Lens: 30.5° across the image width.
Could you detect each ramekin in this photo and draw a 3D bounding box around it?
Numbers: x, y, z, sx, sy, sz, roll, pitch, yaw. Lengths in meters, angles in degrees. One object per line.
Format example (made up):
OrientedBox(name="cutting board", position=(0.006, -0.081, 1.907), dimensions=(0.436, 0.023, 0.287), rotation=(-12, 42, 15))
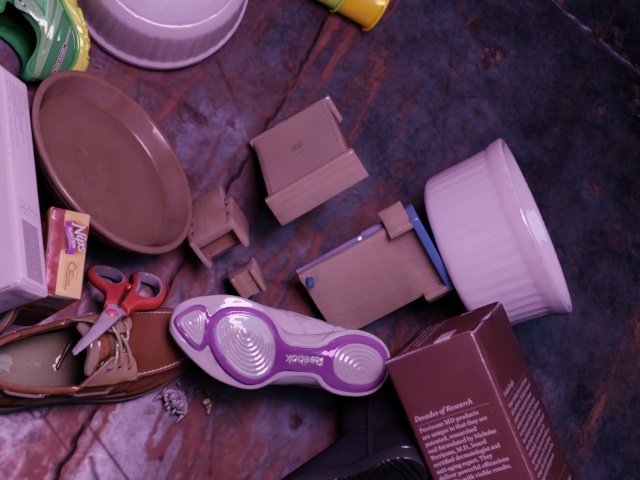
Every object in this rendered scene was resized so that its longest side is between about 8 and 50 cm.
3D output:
OrientedBox(name="ramekin", position=(0.259, 0.001, 1.737), dimensions=(0.277, 0.135, 0.277), rotation=(58, 17, -30))
OrientedBox(name="ramekin", position=(-0.220, -0.384, 1.651), dimensions=(0.273, 0.127, 0.273), rotation=(1, 86, -17))

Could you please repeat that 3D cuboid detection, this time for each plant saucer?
OrientedBox(name="plant saucer", position=(-0.279, -0.098, 1.551), dimensions=(0.278, 0.041, 0.278), rotation=(41, 32, -32))

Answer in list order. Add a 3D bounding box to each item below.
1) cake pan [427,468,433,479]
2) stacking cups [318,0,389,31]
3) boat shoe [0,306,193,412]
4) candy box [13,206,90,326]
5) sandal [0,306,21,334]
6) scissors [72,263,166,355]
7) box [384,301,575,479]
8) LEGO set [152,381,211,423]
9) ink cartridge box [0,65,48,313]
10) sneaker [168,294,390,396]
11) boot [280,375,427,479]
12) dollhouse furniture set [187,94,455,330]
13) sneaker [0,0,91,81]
OrientedBox(name="cake pan", position=(0.218, 0.352, 1.731), dimensions=(0.293, 0.054, 0.293), rotation=(8, 72, -25))
OrientedBox(name="stacking cups", position=(-0.039, -0.439, 1.808), dimensions=(0.316, 0.096, 0.096), rotation=(27, 65, -18))
OrientedBox(name="boat shoe", position=(-0.293, 0.150, 1.493), dimensions=(0.324, 0.120, 0.122), rotation=(-12, 81, -29))
OrientedBox(name="candy box", position=(-0.347, 0.037, 1.460), dimensions=(0.053, 0.186, 0.109), rotation=(13, 69, -27))
OrientedBox(name="sandal", position=(-0.427, 0.091, 1.420), dimensions=(0.049, 0.180, 0.072), rotation=(41, 28, -47))
OrientedBox(name="scissors", position=(-0.247, 0.089, 1.471), dimensions=(0.109, 0.297, 0.021), rotation=(17, 105, -12))
OrientedBox(name="box", position=(0.235, 0.292, 1.564), dimensions=(0.381, 0.143, 0.191), rotation=(69, 22, -1))
OrientedBox(name="LEGO set", position=(-0.183, 0.215, 1.585), dimensions=(0.083, 0.023, 0.054), rotation=(-12, 81, -29))
OrientedBox(name="ink cartridge box", position=(-0.467, -0.036, 1.413), dimensions=(0.066, 0.261, 0.296), rotation=(44, 32, -61))
OrientedBox(name="sneaker", position=(-0.065, 0.148, 1.585), dimensions=(0.305, 0.152, 0.114), rotation=(17, 85, -20))
OrientedBox(name="boot", position=(0.041, 0.278, 1.631), dimensions=(0.094, 0.246, 0.207), rotation=(54, 22, -28))
OrientedBox(name="dollhouse furniture set", position=(0.000, 0.000, 1.713), dimensions=(0.286, 0.198, 0.303), rotation=(-30, 120, 7))
OrientedBox(name="sneaker", position=(-0.410, -0.350, 1.587), dimensions=(0.123, 0.109, 0.295), rotation=(-22, 86, -34))
